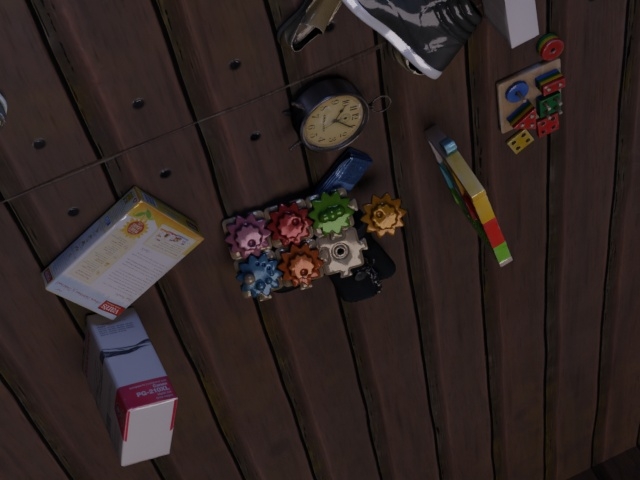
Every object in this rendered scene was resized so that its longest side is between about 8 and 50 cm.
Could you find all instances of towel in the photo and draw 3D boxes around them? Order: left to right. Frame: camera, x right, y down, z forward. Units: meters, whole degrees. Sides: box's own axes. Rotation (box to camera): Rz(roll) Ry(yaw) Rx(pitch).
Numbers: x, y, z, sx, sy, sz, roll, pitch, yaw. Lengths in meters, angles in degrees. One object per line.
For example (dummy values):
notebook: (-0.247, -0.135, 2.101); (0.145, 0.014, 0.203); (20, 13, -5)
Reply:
towel: (0.042, -0.115, 2.061); (0.067, 0.029, 0.119); (14, 124, -42)

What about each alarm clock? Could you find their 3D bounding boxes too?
alarm clock: (0.033, -0.221, 1.912); (0.192, 0.064, 0.129); (-13, 138, -17)

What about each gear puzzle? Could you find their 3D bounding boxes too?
gear puzzle: (0.000, 0.000, 2.047); (0.339, 0.044, 0.175); (-16, 106, -4)

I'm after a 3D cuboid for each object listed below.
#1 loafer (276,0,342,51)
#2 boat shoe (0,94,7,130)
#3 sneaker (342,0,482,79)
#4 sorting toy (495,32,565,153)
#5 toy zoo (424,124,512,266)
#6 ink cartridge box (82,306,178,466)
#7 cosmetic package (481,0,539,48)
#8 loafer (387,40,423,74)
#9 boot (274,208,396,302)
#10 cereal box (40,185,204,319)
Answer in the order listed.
loafer: (-0.006, -0.353, 1.754); (0.056, 0.050, 0.148); (20, 120, -44)
boat shoe: (-0.574, -0.190, 1.541); (0.305, 0.091, 0.109); (13, 125, -41)
sneaker: (0.125, -0.383, 1.683); (0.296, 0.104, 0.147); (35, 114, -29)
sorting toy: (0.406, -0.261, 2.117); (0.132, 0.046, 0.274); (-24, 142, -7)
toy zoo: (0.275, -0.094, 2.100); (0.030, 0.192, 0.293); (-31, 142, 2)
ink cartridge box: (-0.357, 0.267, 2.062); (0.100, 0.237, 0.172); (-11, 138, -26)
cosmetic package: (0.300, -0.437, 1.818); (0.060, 0.099, 0.239); (-29, 142, -5)
loafer: (0.163, -0.379, 1.798); (0.102, 0.092, 0.268); (-20, 141, -12)
boot: (0.021, 0.067, 2.193); (0.246, 0.094, 0.207); (-35, 138, -4)
cereal box: (-0.347, 0.027, 1.956); (0.240, 0.047, 0.173); (-40, 140, 13)
